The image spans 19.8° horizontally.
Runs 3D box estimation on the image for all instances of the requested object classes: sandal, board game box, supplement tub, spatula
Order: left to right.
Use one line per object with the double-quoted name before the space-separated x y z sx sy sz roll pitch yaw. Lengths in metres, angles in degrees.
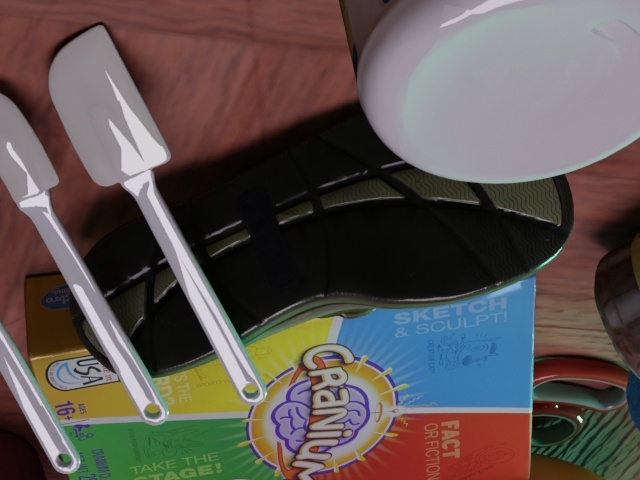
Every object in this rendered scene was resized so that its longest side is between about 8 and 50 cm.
"spatula" -0.142 0.015 1.031 0.168 0.019 0.242 -22 113 8
"board game box" -0.018 0.097 1.225 0.316 0.064 0.242 -9 141 -2
"sandal" -0.002 -0.001 1.090 0.303 0.120 0.086 -15 173 10
"supplement tub" 0.074 -0.141 0.807 0.144 0.200 0.144 -7 146 -5

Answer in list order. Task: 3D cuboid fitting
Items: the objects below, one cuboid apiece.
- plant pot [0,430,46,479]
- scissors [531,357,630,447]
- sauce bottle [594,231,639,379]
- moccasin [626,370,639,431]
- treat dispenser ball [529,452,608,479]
"plant pot" -0.253 0.237 1.277 0.201 0.180 0.201 -7 146 -5
"scissors" 0.093 0.103 1.328 0.297 0.021 0.109 13 141 -29
"sauce bottle" 0.334 -0.022 1.130 0.344 0.111 0.111 -31 141 27
"moccasin" 0.367 0.055 1.229 0.342 0.138 0.117 -33 144 30
"treat dispenser ball" 0.143 0.303 1.385 0.288 0.288 0.288 -7 145 -5
